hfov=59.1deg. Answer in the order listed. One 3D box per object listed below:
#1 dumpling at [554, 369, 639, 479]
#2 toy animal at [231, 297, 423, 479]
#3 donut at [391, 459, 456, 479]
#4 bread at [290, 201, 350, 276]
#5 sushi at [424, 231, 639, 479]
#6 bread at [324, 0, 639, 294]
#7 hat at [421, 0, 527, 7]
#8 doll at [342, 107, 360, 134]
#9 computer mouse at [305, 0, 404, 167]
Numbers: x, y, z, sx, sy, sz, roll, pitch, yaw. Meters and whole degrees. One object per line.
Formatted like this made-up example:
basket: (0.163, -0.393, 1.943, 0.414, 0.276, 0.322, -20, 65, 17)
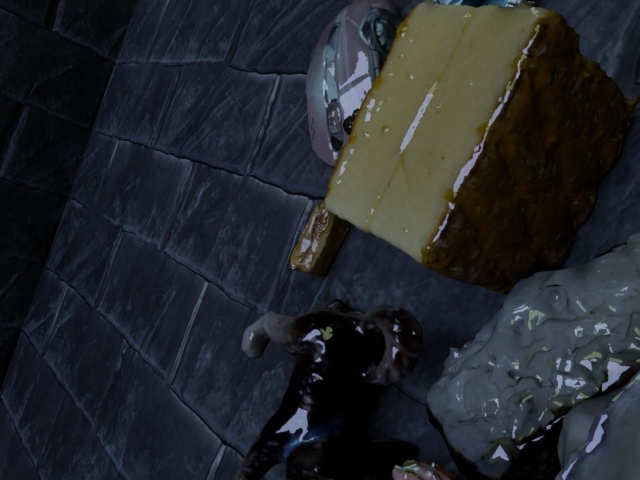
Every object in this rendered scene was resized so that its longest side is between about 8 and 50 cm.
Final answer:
dumpling: (0.233, 0.146, 0.365, 0.243, 0.227, 0.175, -53, 29, -17)
toy animal: (0.018, 0.247, 0.794, 0.303, 0.194, 0.344, -8, 76, 50)
donut: (0.134, 0.406, 0.697, 0.199, 0.085, 0.232, 42, 107, 45)
bread: (0.000, 0.000, 0.985, 0.053, 0.074, 0.132, 30, 100, 36)
sushi: (0.281, 0.134, 0.566, 0.348, 0.207, 0.234, -39, 15, 16)
bread: (0.191, -0.099, 0.682, 0.207, 0.279, 0.279, 31, 102, 44)
hat: (0.242, -0.381, 0.873, 0.191, 0.078, 0.138, 51, 123, 22)
doll: (0.085, -0.131, 0.915, 0.139, 0.057, 0.165, -46, 74, 25)
computer mouse: (0.047, -0.273, 1.004, 0.200, 0.115, 0.388, -7, 71, 47)
